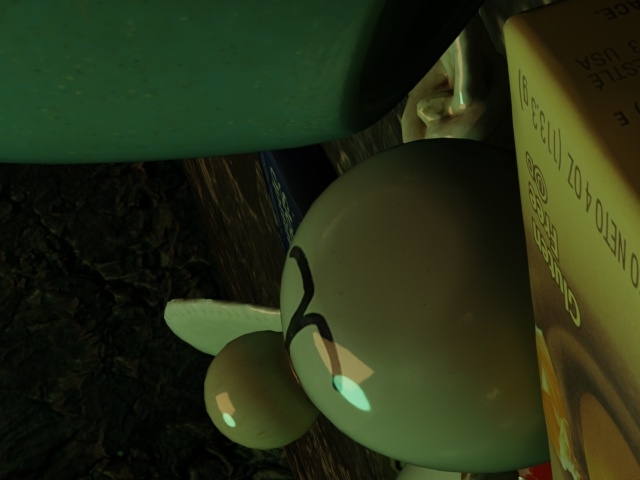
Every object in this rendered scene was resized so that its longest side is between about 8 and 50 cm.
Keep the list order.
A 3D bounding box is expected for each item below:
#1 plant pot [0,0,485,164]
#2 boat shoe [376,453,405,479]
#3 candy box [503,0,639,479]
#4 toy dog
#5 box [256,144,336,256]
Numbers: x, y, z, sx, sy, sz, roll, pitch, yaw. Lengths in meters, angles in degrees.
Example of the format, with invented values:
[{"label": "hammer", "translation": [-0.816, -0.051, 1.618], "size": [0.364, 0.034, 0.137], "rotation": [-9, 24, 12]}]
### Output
[{"label": "plant pot", "translation": [-0.039, -0.129, 0.396], "size": [0.195, 0.290, 0.290], "rotation": [33, 166, 9]}, {"label": "boat shoe", "translation": [0.060, 0.103, 0.982], "size": [0.178, 0.060, 0.064], "rotation": [85, 173, -56]}, {"label": "candy box", "translation": [0.126, 0.109, 0.288], "size": [0.316, 0.087, 0.183], "rotation": [-116, 10, -47]}, {"label": "toy dog", "translation": [0.025, 0.084, 0.565], "size": [0.220, 0.161, 0.334], "rotation": [-108, -8, -50]}, {"label": "box", "translation": [0.000, 0.000, 1.330], "size": [0.225, 0.036, 0.136], "rotation": [-119, 11, -52]}]
